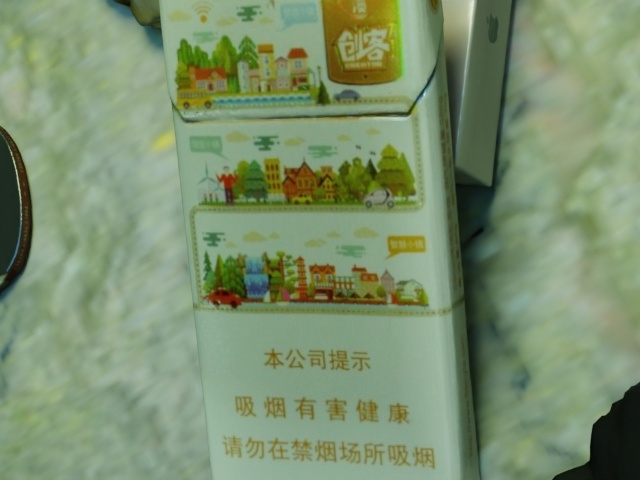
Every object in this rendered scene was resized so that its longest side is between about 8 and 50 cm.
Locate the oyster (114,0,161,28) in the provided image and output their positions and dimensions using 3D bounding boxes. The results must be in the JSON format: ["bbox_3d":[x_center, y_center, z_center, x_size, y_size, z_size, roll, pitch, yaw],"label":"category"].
[{"bbox_3d":[-0.068,-0.279,0.868,0.166,0.110,0.341,31,107,32],"label":"oyster"}]

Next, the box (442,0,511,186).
[{"bbox_3d":[0.016,-0.093,0.826,0.130,0.051,0.129,4,82,25],"label":"box"}]

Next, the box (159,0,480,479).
[{"bbox_3d":[0.000,0.000,0.784,0.122,0.032,0.220,0,102,26],"label":"box"}]

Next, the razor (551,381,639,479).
[{"bbox_3d":[0.197,0.190,0.635,0.189,0.107,0.326,-35,66,42],"label":"razor"}]

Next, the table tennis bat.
[{"bbox_3d":[-0.178,0.012,0.915,0.087,0.013,0.156,-13,74,21],"label":"table tennis bat"}]
